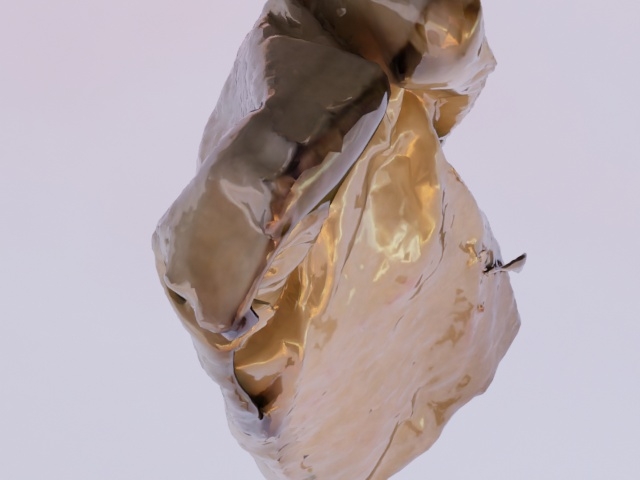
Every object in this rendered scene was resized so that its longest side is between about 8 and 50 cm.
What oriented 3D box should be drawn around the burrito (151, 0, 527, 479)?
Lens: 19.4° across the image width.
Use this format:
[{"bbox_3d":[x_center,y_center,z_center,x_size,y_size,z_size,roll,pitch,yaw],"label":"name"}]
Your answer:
[{"bbox_3d":[0.001,-0.003,0.896,0.190,0.332,0.135,-41,-115,-10],"label":"burrito"}]
